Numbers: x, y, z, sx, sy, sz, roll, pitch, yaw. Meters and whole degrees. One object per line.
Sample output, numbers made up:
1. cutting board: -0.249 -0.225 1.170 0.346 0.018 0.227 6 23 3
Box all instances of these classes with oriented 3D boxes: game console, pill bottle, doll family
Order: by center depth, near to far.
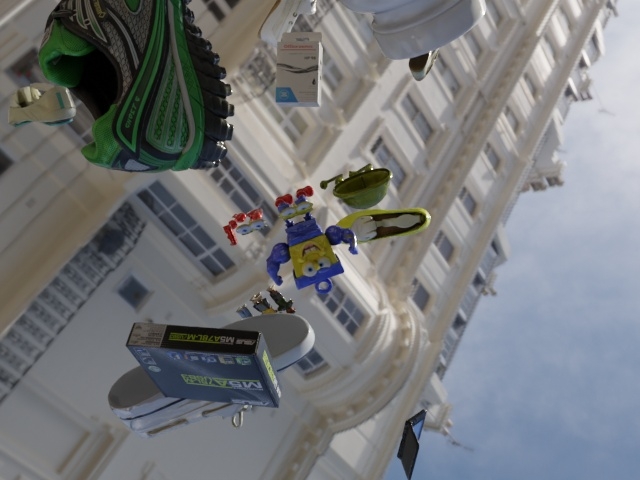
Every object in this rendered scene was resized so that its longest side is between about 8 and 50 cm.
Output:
1. pill bottle: 0.070 -0.392 0.743 0.187 0.334 0.188 -22 -149 14
2. game console: 0.225 0.476 1.500 0.107 0.122 0.071 -20 -140 -40
3. doll family: -0.140 0.195 1.675 0.193 0.111 0.076 -28 -163 52

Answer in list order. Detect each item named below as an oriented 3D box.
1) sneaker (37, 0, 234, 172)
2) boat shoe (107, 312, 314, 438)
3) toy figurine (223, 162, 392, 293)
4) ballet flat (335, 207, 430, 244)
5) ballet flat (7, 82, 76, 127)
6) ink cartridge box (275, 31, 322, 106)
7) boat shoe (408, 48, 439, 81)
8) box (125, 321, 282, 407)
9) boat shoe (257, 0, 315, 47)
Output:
1. sneaker: -0.201 -0.227 0.616 0.146 0.344 0.134 -13 167 -37
2. boat shoe: -0.169 0.259 1.128 0.366 0.157 0.136 -23 -147 -3
3. toy figurine: 0.000 0.000 1.369 0.362 0.217 0.191 -20 -167 -3
4. ballet flat: 0.141 -0.037 1.481 0.230 0.077 0.077 -9 -177 1
5. ballet flat: -0.564 -0.273 1.281 0.248 0.086 0.086 7 -127 42
6. ink cartridge box: -0.051 -0.412 1.527 0.104 0.180 0.060 2 -178 7
7. boat shoe: 0.211 -0.377 1.283 0.050 0.045 0.135 19 -113 23
8. box: -0.164 0.186 0.946 0.190 0.184 0.045 3 -128 9
9. boat shoe: -0.051 -0.607 1.619 0.277 0.096 0.098 -51 -165 30
